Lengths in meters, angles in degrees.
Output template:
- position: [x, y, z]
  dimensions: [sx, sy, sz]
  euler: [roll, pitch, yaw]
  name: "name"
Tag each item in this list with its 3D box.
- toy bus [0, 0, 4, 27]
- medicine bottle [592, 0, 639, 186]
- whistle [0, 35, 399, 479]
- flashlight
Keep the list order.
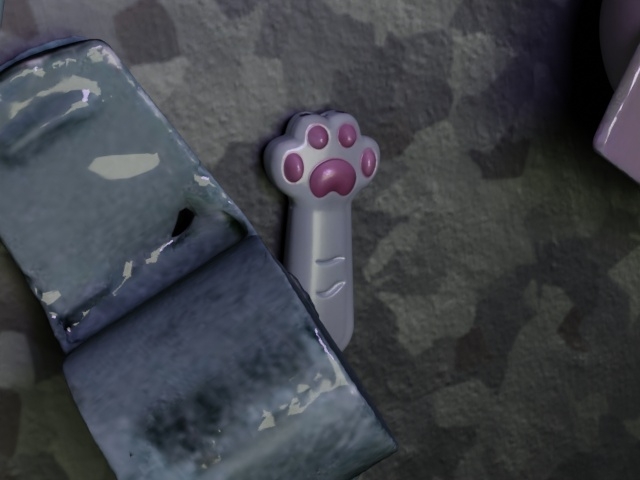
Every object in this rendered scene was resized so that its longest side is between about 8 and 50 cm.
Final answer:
- position: [-0.267, -0.215, 0.933]
  dimensions: [0.165, 0.134, 0.276]
  euler: [3, 101, -33]
  name: "toy bus"
- position: [0.358, -0.211, 1.216]
  dimensions: [0.236, 0.236, 0.406]
  euler: [27, 89, -32]
  name: "medicine bottle"
- position: [-0.101, 0.052, 1.091]
  dimensions: [0.168, 0.188, 0.404]
  euler: [-33, 84, -1]
  name: "whistle"
- position: [0.000, 0.000, 1.190]
  dimensions: [0.093, 0.047, 0.200]
  euler: [-4, 105, -26]
  name: "flashlight"
